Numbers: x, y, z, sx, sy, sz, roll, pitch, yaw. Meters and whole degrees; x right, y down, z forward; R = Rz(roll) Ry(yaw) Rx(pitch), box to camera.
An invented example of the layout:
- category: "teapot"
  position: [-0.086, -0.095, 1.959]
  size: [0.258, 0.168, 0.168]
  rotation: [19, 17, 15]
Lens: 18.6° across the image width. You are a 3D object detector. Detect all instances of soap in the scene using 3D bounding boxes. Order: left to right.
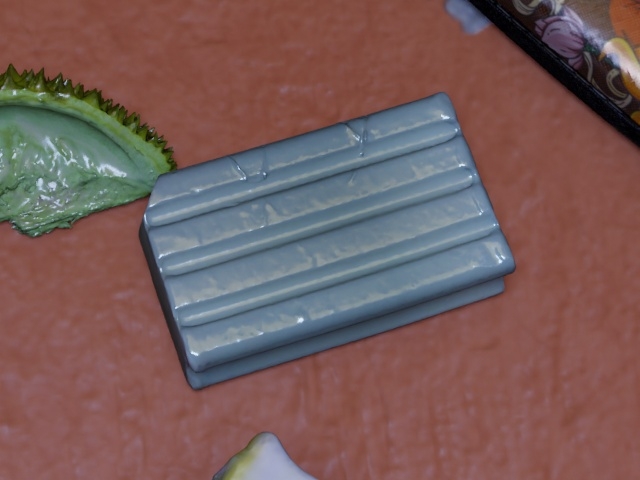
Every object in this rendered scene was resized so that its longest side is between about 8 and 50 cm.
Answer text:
- category: "soap"
  position: [0.000, 0.000, 1.141]
  size: [0.198, 0.066, 0.119]
  rotation: [-17, 72, -11]

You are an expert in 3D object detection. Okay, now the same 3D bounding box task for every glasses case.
- category: "glasses case"
  position: [0.185, -0.151, 1.203]
  size: [0.321, 0.082, 0.122]
  rotation: [42, 74, 10]

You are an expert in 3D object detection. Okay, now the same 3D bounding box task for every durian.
- category: "durian"
  position: [-0.190, -0.050, 1.139]
  size: [0.215, 0.086, 0.100]
  rotation: [-10, 86, -11]

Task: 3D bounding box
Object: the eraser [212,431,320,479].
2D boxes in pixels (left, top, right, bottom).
- category: "eraser"
  position: [-0.050, 0.194, 0.986]
  size: [0.069, 0.226, 0.158]
  rotation: [35, 73, 10]
